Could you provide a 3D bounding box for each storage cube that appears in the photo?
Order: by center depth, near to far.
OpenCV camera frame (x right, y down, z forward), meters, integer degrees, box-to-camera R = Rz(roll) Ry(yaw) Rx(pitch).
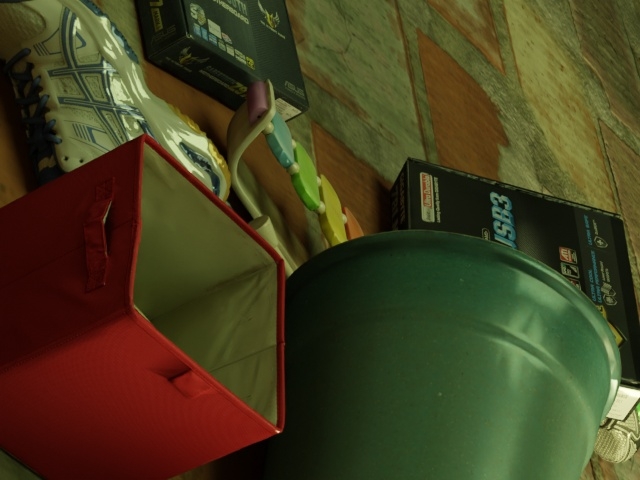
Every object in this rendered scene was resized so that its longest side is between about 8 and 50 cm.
[{"bbox_3d":[-0.158,0.069,1.444,0.215,0.193,0.183,44,32,-39],"label":"storage cube"}]

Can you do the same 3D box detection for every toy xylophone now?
[{"bbox_3d":[0.000,0.000,1.890,0.322,0.081,0.236,54,10,-28],"label":"toy xylophone"}]

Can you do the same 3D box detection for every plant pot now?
[{"bbox_3d":[0.087,0.225,1.654,0.341,0.341,0.334,49,37,-31],"label":"plant pot"}]

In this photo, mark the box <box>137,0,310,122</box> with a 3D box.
[{"bbox_3d":[-0.110,-0.242,1.980,0.233,0.059,0.183,28,42,-53],"label":"box"}]

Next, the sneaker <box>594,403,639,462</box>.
[{"bbox_3d":[0.312,0.182,2.375,0.343,0.134,0.146,51,52,-34],"label":"sneaker"}]

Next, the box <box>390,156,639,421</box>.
[{"bbox_3d":[0.229,0.055,2.179,0.293,0.073,0.295,16,43,-14],"label":"box"}]

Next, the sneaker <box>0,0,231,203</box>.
[{"bbox_3d":[-0.212,-0.108,1.599,0.296,0.112,0.131,46,59,-4],"label":"sneaker"}]

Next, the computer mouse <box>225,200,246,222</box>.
[{"bbox_3d":[-0.116,0.049,1.703,0.188,0.072,0.272,39,23,-40],"label":"computer mouse"}]
